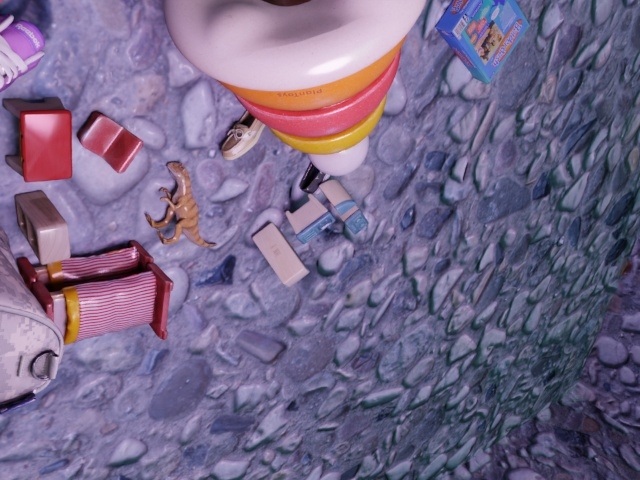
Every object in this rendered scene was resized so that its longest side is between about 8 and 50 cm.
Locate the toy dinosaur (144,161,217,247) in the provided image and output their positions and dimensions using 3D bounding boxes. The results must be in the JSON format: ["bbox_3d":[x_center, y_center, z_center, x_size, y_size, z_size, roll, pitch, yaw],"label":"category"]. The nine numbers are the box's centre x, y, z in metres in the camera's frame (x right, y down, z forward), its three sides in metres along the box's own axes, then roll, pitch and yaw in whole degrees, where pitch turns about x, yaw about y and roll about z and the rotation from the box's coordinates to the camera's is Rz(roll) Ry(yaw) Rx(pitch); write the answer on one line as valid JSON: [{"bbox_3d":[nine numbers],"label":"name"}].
[{"bbox_3d":[-0.236,-0.033,1.112,0.112,0.064,0.212,-30,135,-25],"label":"toy dinosaur"}]

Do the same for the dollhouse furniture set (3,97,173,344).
[{"bbox_3d":[-0.341,-0.016,0.959,0.201,0.152,0.374,-12,126,-36],"label":"dollhouse furniture set"}]

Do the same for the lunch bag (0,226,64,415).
[{"bbox_3d":[-0.482,0.075,0.783,0.256,0.305,0.213,5,116,-43],"label":"lunch bag"}]

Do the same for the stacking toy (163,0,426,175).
[{"bbox_3d":[-0.010,-0.251,0.997,0.350,0.350,0.480,-41,155,-12],"label":"stacking toy"}]

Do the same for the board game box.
[{"bbox_3d":[0.348,-0.455,1.348,0.210,0.047,0.160,30,96,-49],"label":"board game box"}]

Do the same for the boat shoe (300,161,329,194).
[{"bbox_3d":[0.002,-0.154,1.253,0.040,0.049,0.142,4,118,-43],"label":"boat shoe"}]

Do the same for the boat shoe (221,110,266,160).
[{"bbox_3d":[-0.123,-0.204,1.099,0.153,0.056,0.048,-48,132,-9],"label":"boat shoe"}]

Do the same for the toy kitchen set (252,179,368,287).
[{"bbox_3d":[0.000,0.000,1.299,0.207,0.122,0.166,-37,157,3],"label":"toy kitchen set"}]

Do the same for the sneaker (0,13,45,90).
[{"bbox_3d":[-0.383,-0.194,0.701,0.161,0.282,0.102,-39,122,-8],"label":"sneaker"}]
